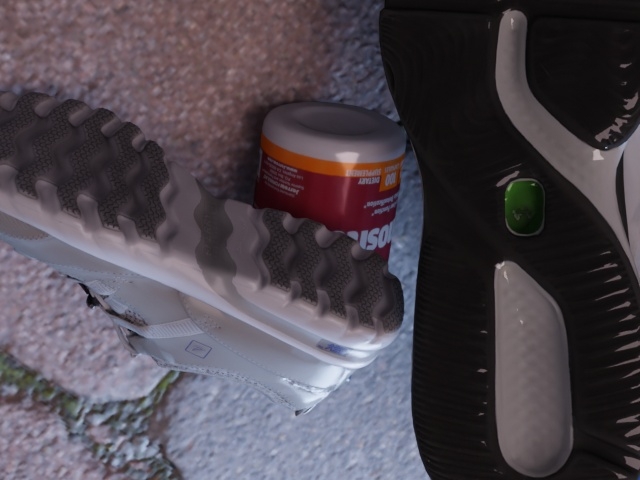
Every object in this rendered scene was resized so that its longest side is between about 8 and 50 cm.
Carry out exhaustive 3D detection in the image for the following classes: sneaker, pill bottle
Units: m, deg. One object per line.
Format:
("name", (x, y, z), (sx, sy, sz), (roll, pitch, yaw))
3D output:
("sneaker", (-0.101, 0.019, 0.808), (0.281, 0.105, 0.115), (28, 125, -6))
("sneaker", (0.124, -0.053, 0.909), (0.169, 0.257, 0.448), (4, 84, 7))
("pill bottle", (0.000, 0.000, 0.891), (0.086, 0.086, 0.152), (-3, 114, -25))

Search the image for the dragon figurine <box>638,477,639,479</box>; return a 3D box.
("dragon figurine", (0.226, 0.202, 1.097), (0.144, 0.085, 0.289), (28, 99, -33))
